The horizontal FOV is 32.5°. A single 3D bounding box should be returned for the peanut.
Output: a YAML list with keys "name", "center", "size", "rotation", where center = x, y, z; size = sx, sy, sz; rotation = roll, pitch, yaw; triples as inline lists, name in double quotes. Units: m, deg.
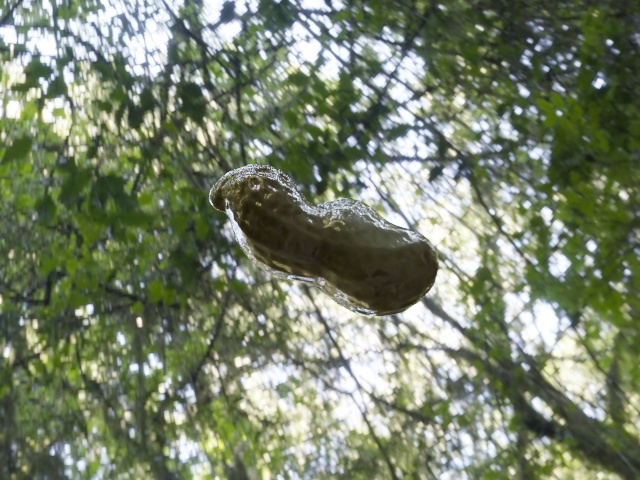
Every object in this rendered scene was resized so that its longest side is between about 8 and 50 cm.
- name: "peanut"
  center: [0.000, -0.001, 1.028]
  size: [0.228, 0.104, 0.085]
  rotation: [22, -33, 2]
